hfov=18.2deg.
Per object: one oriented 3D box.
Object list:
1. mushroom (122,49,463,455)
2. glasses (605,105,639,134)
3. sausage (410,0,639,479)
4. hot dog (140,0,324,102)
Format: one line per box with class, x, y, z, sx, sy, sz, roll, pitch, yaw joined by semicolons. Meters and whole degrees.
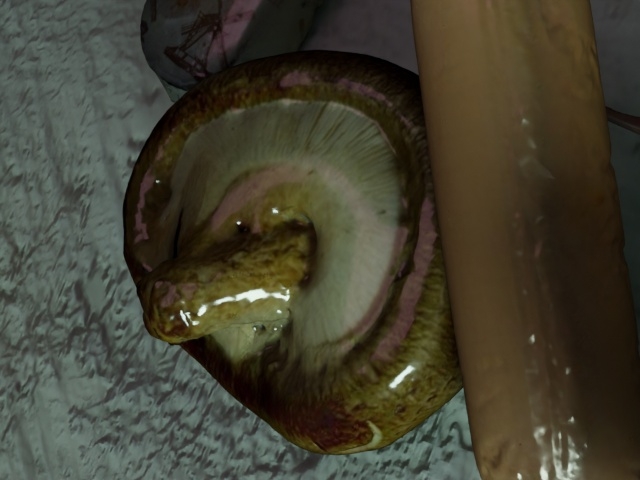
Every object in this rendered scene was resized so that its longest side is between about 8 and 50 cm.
mushroom;0.006;0.005;1.052;0.194;0.138;0.231;-43;59;2
glasses;0.196;-0.158;0.991;0.234;0.118;0.268;-62;23;2
sausage;0.097;-0.007;0.924;0.086;0.086;0.289;-1;102;42
hot dog;-0.027;-0.187;1.199;0.131;0.069;0.252;39;103;35
